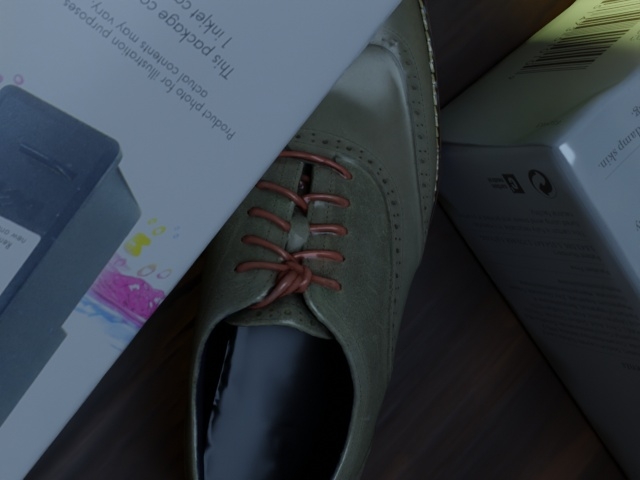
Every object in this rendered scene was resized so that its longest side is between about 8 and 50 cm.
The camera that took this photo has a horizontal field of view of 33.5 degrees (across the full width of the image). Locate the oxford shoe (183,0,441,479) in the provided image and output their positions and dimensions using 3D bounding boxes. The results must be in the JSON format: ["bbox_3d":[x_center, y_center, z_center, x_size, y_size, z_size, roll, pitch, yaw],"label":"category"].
[{"bbox_3d":[0.000,0.000,0.524,0.123,0.130,0.348,5,91,1],"label":"oxford shoe"}]

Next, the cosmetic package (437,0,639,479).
[{"bbox_3d":[0.257,0.032,0.645,0.217,0.156,0.385,-39,109,-16],"label":"cosmetic package"}]

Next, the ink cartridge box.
[{"bbox_3d":[-0.137,-0.024,0.413,0.119,0.207,0.353,38,91,-28],"label":"ink cartridge box"}]
